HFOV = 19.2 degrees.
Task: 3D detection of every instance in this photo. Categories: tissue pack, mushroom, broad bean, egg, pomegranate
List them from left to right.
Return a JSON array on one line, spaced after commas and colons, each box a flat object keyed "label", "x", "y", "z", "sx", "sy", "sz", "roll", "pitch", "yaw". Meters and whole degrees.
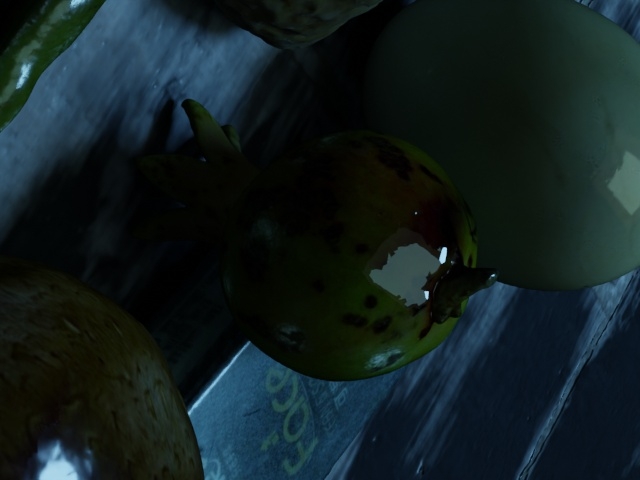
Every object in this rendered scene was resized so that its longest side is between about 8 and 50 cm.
[{"label": "mushroom", "x": -0.166, "y": 0.173, "z": 0.952, "sx": 0.345, "sy": 0.239, "sz": 0.345, "roll": -57, "pitch": 179, "yaw": -2}, {"label": "broad bean", "x": -0.148, "y": -0.097, "z": 0.979, "sx": 0.053, "sy": 0.052, "sz": 0.256, "roll": 37, "pitch": 75, "yaw": -16}, {"label": "tissue pack", "x": -0.038, "y": 0.087, "z": 1.228, "sx": 0.257, "sy": 0.081, "sz": 0.185, "roll": -50, "pitch": 144, "yaw": -29}, {"label": "pomegranate", "x": -0.005, "y": -0.013, "z": 1.094, "sx": 0.156, "sy": 0.220, "sz": 0.156, "roll": -42, "pitch": 163, "yaw": -16}, {"label": "egg", "x": 0.131, "y": -0.071, "z": 1.237, "sx": 0.186, "sy": 0.242, "sz": 0.186, "roll": -36, "pitch": 152, "yaw": -23}]

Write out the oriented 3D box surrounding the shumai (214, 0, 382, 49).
[{"label": "shumai", "x": 0.034, "y": -0.196, "z": 1.079, "sx": 0.166, "sy": 0.176, "sz": 0.206, "roll": 9, "pitch": 104, "yaw": -58}]
